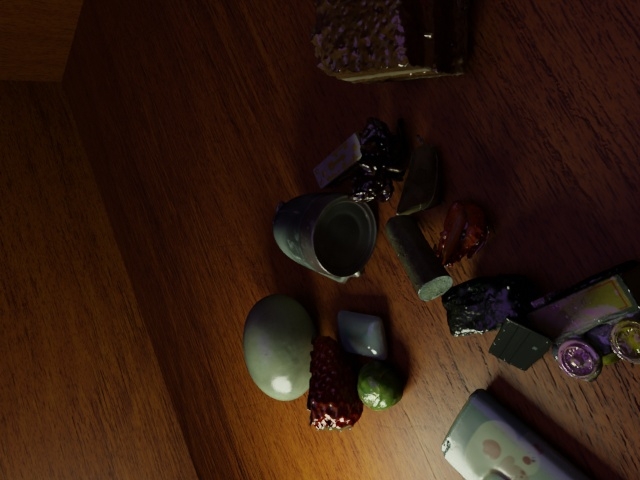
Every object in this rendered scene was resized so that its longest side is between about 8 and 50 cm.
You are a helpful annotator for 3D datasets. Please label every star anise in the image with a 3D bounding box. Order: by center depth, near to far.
[{"bbox_3d":[0.150,-0.195,1.266,0.126,0.190,0.220,24,118,47],"label":"star anise"}]

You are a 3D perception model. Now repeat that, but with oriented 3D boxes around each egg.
[{"bbox_3d":[-0.131,0.355,1.684,0.259,0.259,0.351,-10,92,49],"label":"egg"}]

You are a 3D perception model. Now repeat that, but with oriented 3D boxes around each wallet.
[{"bbox_3d":[0.468,0.556,1.196,0.360,0.083,0.252,41,122,35],"label":"wallet"}]

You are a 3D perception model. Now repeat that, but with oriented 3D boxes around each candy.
[{"bbox_3d":[0.124,0.284,1.515,0.174,0.071,0.137,1,104,49],"label":"candy"}]

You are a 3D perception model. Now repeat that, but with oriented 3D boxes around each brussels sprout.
[{"bbox_3d":[0.168,0.426,1.469,0.155,0.118,0.155,6,99,40],"label":"brussels sprout"}]

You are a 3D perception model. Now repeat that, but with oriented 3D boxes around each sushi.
[{"bbox_3d":[0.380,0.144,1.142,0.225,0.124,0.127,-23,77,51],"label":"sushi"}]

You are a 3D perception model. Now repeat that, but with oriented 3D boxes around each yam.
[{"bbox_3d":[0.236,0.032,1.247,0.259,0.093,0.093,-111,35,-46],"label":"yam"}]

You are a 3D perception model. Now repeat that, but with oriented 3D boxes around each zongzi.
[{"bbox_3d":[0.225,-0.159,1.203,0.081,0.178,0.188,3,102,41],"label":"zongzi"}]

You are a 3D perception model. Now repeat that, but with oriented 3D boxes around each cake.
[{"bbox_3d":[0.163,-0.485,1.104,0.282,0.290,0.255,12,110,46],"label":"cake"}]

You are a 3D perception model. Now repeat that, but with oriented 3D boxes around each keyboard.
[{"bbox_3d":[0.406,0.205,1.021,0.104,0.381,0.041,27,78,21],"label":"keyboard"}]

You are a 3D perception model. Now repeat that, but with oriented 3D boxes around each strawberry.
[{"bbox_3d":[0.338,-0.011,1.202,0.188,0.082,0.121,106,164,-47],"label":"strawberry"},{"bbox_3d":[0.061,0.454,1.561,0.150,0.253,0.280,-8,55,15],"label":"strawberry"}]

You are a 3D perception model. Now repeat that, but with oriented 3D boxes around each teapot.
[{"bbox_3d":[0.000,0.000,1.501,0.312,0.233,0.314,13,137,53],"label":"teapot"}]

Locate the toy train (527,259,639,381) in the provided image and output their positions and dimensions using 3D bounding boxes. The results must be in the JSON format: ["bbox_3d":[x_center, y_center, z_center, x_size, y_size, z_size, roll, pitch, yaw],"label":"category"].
[{"bbox_3d":[0.541,0.155,0.961,0.261,0.134,0.177,-41,68,46],"label":"toy train"}]

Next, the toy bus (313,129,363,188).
[{"bbox_3d":[0.070,-0.230,1.441,0.226,0.074,0.081,-32,75,49],"label":"toy bus"}]
